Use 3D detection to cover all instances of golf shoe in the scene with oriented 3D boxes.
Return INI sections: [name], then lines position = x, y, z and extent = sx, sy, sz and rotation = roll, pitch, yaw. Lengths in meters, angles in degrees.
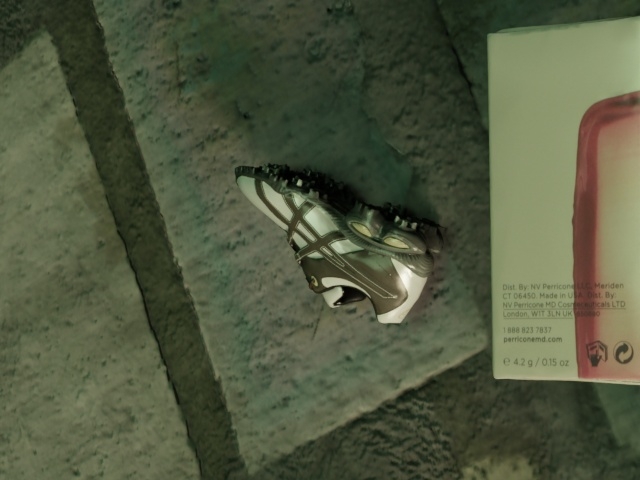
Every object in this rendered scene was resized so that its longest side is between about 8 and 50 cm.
[golf shoe]
position = 0.000, 0.000, 1.530
extent = 0.198, 0.077, 0.094
rotation = 26, 106, 39

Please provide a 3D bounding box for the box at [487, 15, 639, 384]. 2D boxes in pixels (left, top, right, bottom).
[box]
position = 0.202, -0.023, 1.310
extent = 0.127, 0.148, 0.232
rotation = -2, 88, 40
